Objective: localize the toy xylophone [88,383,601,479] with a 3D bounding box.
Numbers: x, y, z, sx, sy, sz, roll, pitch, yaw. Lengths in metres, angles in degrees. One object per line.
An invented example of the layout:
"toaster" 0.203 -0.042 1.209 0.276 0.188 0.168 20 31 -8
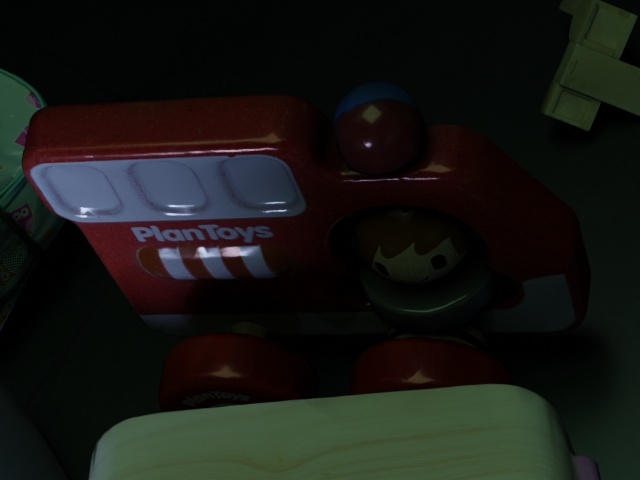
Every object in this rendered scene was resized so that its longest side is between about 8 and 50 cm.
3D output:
"toy xylophone" 0.001 0.173 0.926 0.322 0.081 0.236 0 37 9

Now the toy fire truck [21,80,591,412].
"toy fire truck" 0.000 0.000 1.021 0.302 0.254 0.169 -1 59 18

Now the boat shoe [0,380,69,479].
"boat shoe" -0.209 0.247 1.025 0.156 0.136 0.367 -32 61 9

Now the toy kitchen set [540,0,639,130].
"toy kitchen set" 0.193 -0.119 1.175 0.068 0.075 0.083 20 101 -11

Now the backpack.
"backpack" -0.264 -0.039 1.202 0.166 0.144 0.188 24 66 35
